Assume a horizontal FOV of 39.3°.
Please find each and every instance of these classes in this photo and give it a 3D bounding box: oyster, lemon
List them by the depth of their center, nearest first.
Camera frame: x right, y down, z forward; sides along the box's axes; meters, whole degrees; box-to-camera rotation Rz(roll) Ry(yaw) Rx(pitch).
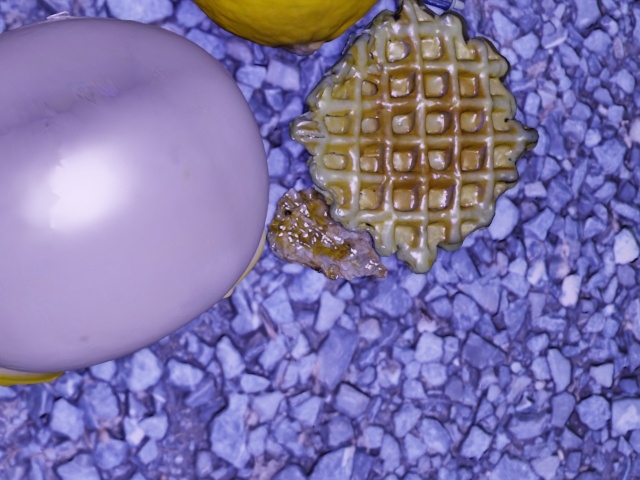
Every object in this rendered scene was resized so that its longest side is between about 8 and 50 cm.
[{"bbox_3d":[-0.036,-0.348,0.948,0.292,0.293,0.293,-1,92,-19],"label":"lemon"},{"bbox_3d":[0.000,0.000,1.099,0.121,0.045,0.146,-24,99,-3],"label":"oyster"}]

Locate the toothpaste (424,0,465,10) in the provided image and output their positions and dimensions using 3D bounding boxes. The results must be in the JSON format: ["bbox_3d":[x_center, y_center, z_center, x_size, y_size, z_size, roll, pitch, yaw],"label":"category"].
[{"bbox_3d":[0.121,-0.318,1.134,0.139,0.021,0.037,15,88,-18],"label":"toothpaste"}]

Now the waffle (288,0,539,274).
[{"bbox_3d":[0.120,-0.132,1.115,0.297,0.073,0.317,44,76,-15],"label":"waffle"}]

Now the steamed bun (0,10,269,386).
[{"bbox_3d":[-0.232,-0.046,0.868,0.373,0.334,0.334,-23,99,-18],"label":"steamed bun"}]
